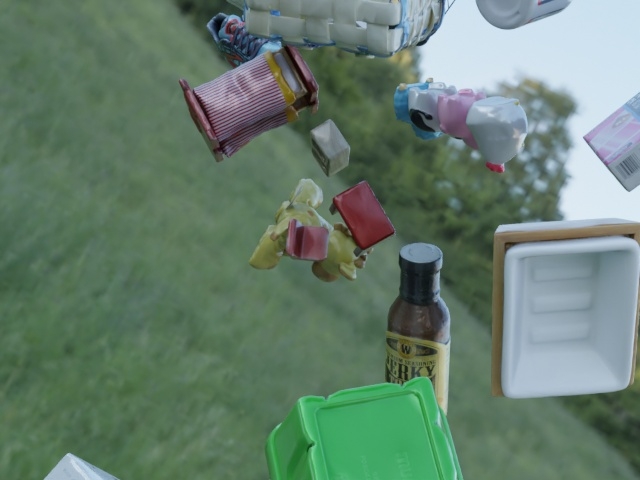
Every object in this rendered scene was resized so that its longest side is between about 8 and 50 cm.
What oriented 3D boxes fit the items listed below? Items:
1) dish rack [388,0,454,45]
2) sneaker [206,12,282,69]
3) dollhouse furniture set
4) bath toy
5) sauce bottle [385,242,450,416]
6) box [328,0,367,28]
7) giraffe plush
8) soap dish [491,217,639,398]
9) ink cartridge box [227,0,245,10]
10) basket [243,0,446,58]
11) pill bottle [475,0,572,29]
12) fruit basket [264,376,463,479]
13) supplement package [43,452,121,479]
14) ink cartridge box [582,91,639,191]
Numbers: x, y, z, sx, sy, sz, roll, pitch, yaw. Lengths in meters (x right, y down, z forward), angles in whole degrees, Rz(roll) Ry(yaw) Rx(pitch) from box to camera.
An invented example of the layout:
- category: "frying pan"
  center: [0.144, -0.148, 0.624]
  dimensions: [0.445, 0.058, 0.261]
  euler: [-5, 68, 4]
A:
- category: "dish rack"
  center: [0.183, -0.517, 2.427]
  dimensions: [0.208, 0.271, 0.074]
  euler: [26, 39, -13]
- category: "sneaker"
  center: [-0.154, -0.390, 2.512]
  dimensions: [0.125, 0.104, 0.262]
  euler: [45, -9, -36]
- category: "dollhouse furniture set"
  center: [-0.051, -0.128, 2.038]
  dimensions: [0.374, 0.201, 0.152]
  euler: [60, -6, 10]
- category: "bath toy"
  center: [0.261, -0.207, 2.227]
  dimensions: [0.151, 0.129, 0.348]
  euler: [-12, 18, -19]
- category: "sauce bottle"
  center: [0.161, 0.170, 2.084]
  dimensions: [0.111, 0.344, 0.111]
  euler: [-2, 26, 1]
- category: "box"
  center: [0.077, -0.418, 1.717]
  dimensions: [0.067, 0.324, 0.063]
  euler: [29, -25, -32]
- category: "giraffe plush"
  center: [0.000, 0.000, 2.181]
  dimensions: [0.170, 0.181, 0.210]
  euler: [33, -24, -6]
- category: "soap dish"
  center: [0.374, 0.099, 1.934]
  dimensions: [0.229, 0.291, 0.118]
  euler: [-4, 27, -2]
- category: "ink cartridge box"
  center: [-0.083, -0.481, 1.841]
  dimensions: [0.115, 0.198, 0.273]
  euler: [35, -12, 29]
- category: "basket"
  center: [0.032, -0.328, 1.436]
  dimensions: [0.255, 0.289, 0.201]
  euler: [11, -53, 15]
- category: "pill bottle"
  center: [0.323, -0.385, 1.877]
  dimensions: [0.108, 0.108, 0.180]
  euler: [25, 33, 34]
- category: "fruit basket"
  center: [0.058, 0.392, 1.560]
  dimensions: [0.283, 0.392, 0.392]
  euler: [-9, -1, -7]
- category: "supplement package"
  center: [-0.298, 0.380, 1.684]
  dimensions: [0.105, 0.105, 0.179]
  euler: [38, -6, 35]
- category: "ink cartridge box"
  center: [0.540, -0.190, 2.094]
  dimensions: [0.069, 0.176, 0.371]
  euler: [50, 12, -6]
